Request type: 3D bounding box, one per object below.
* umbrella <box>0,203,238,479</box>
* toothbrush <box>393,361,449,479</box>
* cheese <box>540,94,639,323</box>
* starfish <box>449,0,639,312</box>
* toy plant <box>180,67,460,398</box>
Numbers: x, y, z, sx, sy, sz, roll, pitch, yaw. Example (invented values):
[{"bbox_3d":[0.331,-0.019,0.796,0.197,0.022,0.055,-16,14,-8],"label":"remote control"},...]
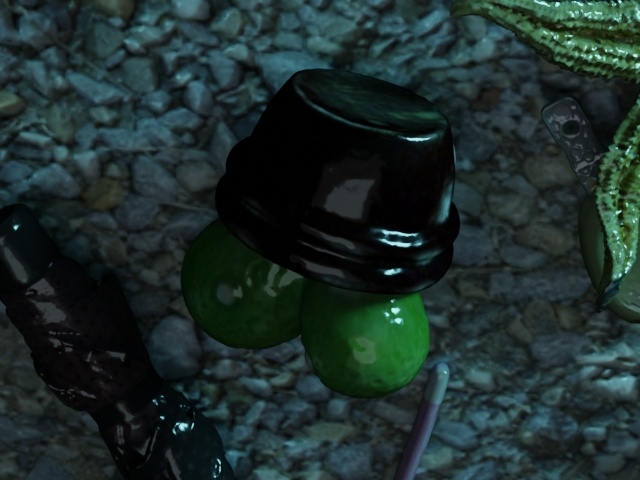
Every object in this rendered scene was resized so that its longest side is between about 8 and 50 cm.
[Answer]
[{"bbox_3d":[-0.167,0.103,1.505,0.090,0.094,0.326,-25,112,19],"label":"umbrella"},{"bbox_3d":[0.062,0.218,1.582,0.025,0.020,0.286,12,120,-10],"label":"toothbrush"},{"bbox_3d":[0.221,-0.027,1.418,0.097,0.037,0.192,-27,113,18],"label":"cheese"},{"bbox_3d":[0.294,-0.127,1.333,0.358,0.078,0.347,-22,110,4],"label":"starfish"},{"bbox_3d":[0.000,0.000,1.386,0.218,0.175,0.235,34,119,36],"label":"toy plant"}]
